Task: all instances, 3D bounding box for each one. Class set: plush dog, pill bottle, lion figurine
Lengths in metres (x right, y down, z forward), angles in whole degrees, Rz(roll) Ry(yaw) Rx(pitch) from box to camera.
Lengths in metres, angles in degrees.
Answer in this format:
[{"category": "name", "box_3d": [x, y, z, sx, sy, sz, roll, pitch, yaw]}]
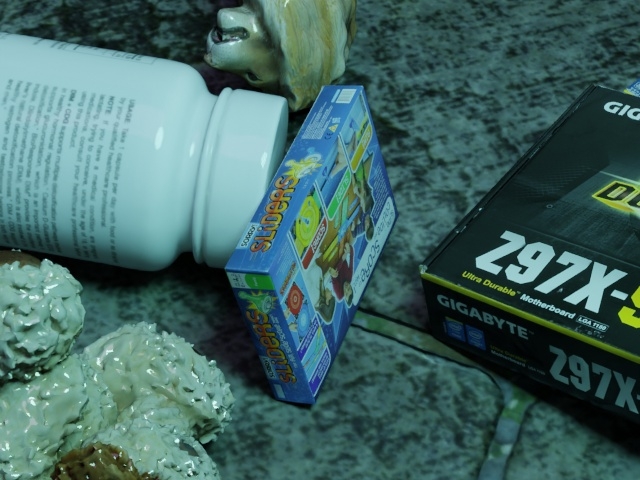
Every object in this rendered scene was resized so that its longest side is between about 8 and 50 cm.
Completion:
[{"category": "plush dog", "box_3d": [-0.139, 0.156, 0.846, 0.225, 0.262, 0.210, 36, 87, 35]}, {"category": "pill bottle", "box_3d": [-0.174, -0.064, 1.050, 0.283, 0.160, 0.160, 10, 48, 3]}, {"category": "lion figurine", "box_3d": [-0.048, -0.297, 1.270, 0.142, 0.240, 0.392, -9, 34, 0]}]

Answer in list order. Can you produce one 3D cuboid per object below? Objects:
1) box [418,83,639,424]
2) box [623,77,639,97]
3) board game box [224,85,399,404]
[{"category": "box", "box_3d": [0.274, 0.019, 1.020, 0.322, 0.079, 0.257, 22, 54, 34]}, {"category": "box", "box_3d": [0.335, -0.079, 1.191, 0.169, 0.054, 0.059, 38, 55, 24]}, {"category": "board game box", "box_3d": [0.000, 0.000, 1.027, 0.035, 0.136, 0.201, 4, 44, 24]}]
